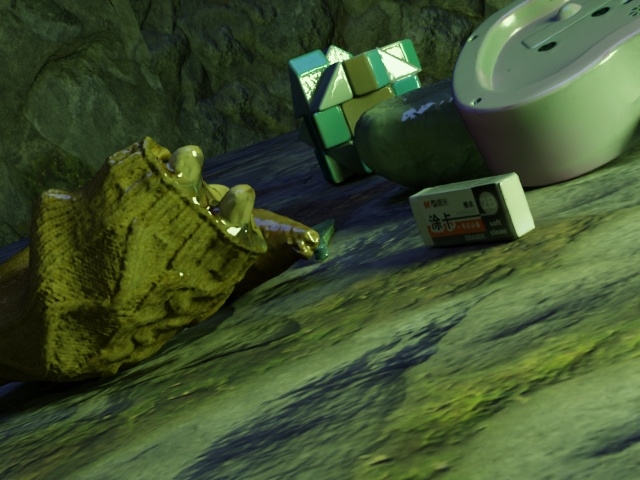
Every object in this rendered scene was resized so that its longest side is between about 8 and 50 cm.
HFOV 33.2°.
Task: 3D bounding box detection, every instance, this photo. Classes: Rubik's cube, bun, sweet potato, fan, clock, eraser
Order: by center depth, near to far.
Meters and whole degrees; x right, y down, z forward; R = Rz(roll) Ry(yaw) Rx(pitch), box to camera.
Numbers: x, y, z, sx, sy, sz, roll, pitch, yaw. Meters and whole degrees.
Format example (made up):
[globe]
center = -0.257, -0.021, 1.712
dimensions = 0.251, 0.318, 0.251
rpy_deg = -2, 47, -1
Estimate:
[eraser]
center = 0.129, -0.025, 0.932
dimensions = 0.029, 0.052, 0.122
rpy_deg = -25, 11, -33
[sweet potato]
center = -0.137, 0.013, 1.093
dimensions = 0.337, 0.131, 0.131
rpy_deg = -14, 11, 45
[clock]
center = 0.296, -0.198, 1.125
dimensions = 0.338, 0.102, 0.338
rpy_deg = -28, 24, 14
[fan]
center = 0.000, 0.000, 1.199
dimensions = 0.038, 0.016, 0.193
rpy_deg = -23, 8, 4
[bun]
center = 0.142, -0.130, 1.333
dimensions = 0.195, 0.118, 0.195
rpy_deg = -21, 15, 6
[Rubik's cube]
center = 0.069, -0.222, 1.736
dimensions = 0.224, 0.213, 0.265
rpy_deg = -23, 6, -5

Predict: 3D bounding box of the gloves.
[gloves]
center = -0.190, 0.037, 0.950
dimensions = 0.356, 0.155, 0.203
rpy_deg = -33, -6, 29
